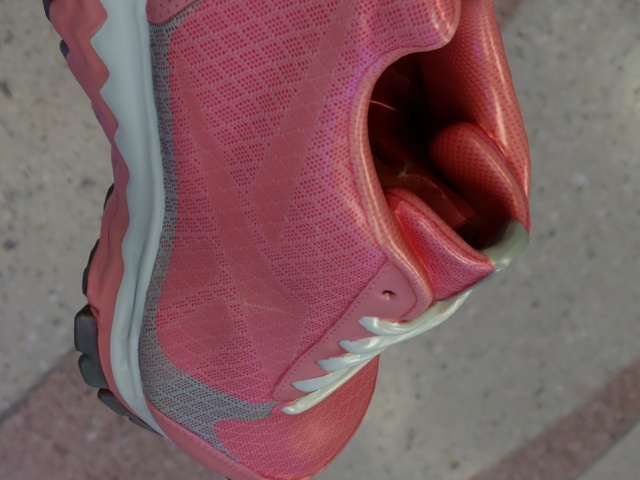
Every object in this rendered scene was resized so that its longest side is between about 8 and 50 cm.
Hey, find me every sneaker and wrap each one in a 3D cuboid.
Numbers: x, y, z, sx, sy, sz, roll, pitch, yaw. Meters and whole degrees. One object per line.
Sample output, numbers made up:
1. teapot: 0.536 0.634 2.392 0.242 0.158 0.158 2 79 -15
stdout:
1. sneaker: 0.000 0.000 0.556 0.116 0.136 0.314 -45 150 -28
